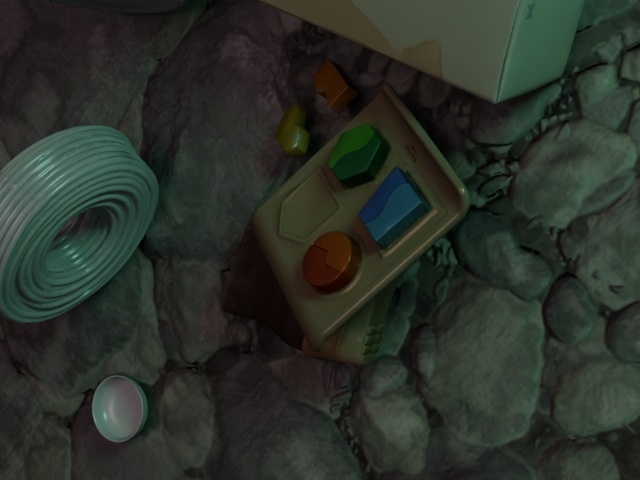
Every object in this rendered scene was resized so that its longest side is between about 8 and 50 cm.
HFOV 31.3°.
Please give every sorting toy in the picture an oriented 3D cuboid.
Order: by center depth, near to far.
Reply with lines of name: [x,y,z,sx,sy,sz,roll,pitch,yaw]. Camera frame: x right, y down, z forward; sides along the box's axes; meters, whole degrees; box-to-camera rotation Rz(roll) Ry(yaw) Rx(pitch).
sorting toy: [0.011,-0.060,1.207,0.229,0.041,0.307,-46,43,16]

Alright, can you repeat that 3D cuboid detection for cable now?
cable: [-0.305,-0.018,1.348,0.089,0.257,0.257,41,93,21]

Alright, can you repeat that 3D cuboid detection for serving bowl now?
serving bowl: [-0.246,0.210,1.431,0.083,0.027,0.083,-2,86,31]

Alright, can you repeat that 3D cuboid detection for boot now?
boot: [0.000,0.000,1.258,0.207,0.090,0.248,22,96,33]

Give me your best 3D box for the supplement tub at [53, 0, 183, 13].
supplement tub: [-0.244,-0.443,1.348,0.228,0.228,0.316,5,90,31]

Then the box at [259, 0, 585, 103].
box: [0.098,-0.261,1.165,0.311,0.148,0.121,30,125,30]
